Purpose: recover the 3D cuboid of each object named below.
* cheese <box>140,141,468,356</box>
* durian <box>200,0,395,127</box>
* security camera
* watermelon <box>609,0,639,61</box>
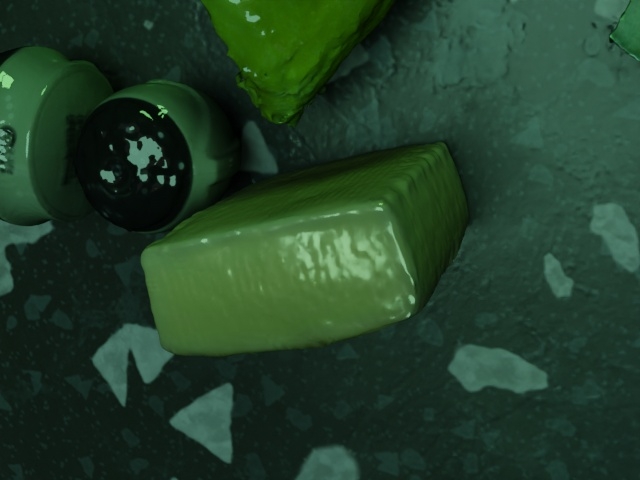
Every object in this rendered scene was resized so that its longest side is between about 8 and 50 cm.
[{"bbox_3d":[0.000,0.000,0.784,0.242,0.265,0.124,-6,104,21],"label":"cheese"},{"bbox_3d":[-0.015,-0.301,0.749,0.340,0.204,0.256,-45,75,22],"label":"durian"},{"bbox_3d":[-0.219,-0.095,0.879,0.277,0.191,0.197,10,106,16],"label":"security camera"},{"bbox_3d":[0.402,-0.205,0.670,0.264,0.151,0.302,25,91,13],"label":"watermelon"}]
